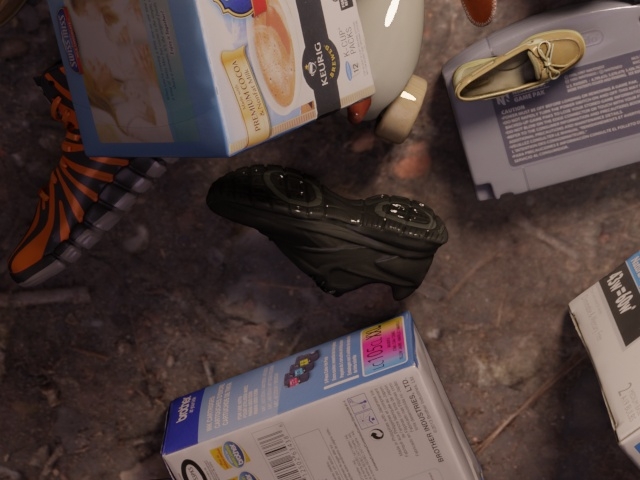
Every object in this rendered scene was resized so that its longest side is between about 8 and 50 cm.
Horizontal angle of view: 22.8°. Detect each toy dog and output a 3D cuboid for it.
[{"bbox_3d":[0.076,-0.251,1.720,0.220,0.161,0.334,3,114,-1],"label":"toy dog"}]

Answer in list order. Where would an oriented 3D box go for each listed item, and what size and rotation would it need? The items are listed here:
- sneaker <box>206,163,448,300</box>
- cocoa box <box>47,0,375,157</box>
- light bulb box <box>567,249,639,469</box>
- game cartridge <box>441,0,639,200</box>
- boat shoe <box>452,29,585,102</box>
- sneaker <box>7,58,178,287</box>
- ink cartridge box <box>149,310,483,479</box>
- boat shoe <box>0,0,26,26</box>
[{"bbox_3d":[0.000,0.000,1.867,0.286,0.109,0.130,16,119,-4],"label":"sneaker"},{"bbox_3d":[-0.130,-0.276,1.608,0.231,0.228,0.347,3,111,43],"label":"cocoa box"},{"bbox_3d":[0.496,0.201,1.810,0.225,0.358,0.361,-39,107,14],"label":"light bulb box"},{"bbox_3d":[0.296,-0.171,1.813,0.294,0.060,0.196,-15,116,7],"label":"game cartridge"},{"bbox_3d":[0.220,-0.189,1.752,0.153,0.048,0.056,-15,112,7],"label":"boat shoe"},{"bbox_3d":[-0.283,-0.104,1.825,0.180,0.124,0.321,43,97,-12],"label":"sneaker"},{"bbox_3d":[-0.019,0.291,1.967,0.395,0.151,0.270,-21,111,8],"label":"ink cartridge box"},{"bbox_3d":[-0.333,-0.375,1.697,0.121,0.110,0.341,20,112,-8],"label":"boat shoe"}]
